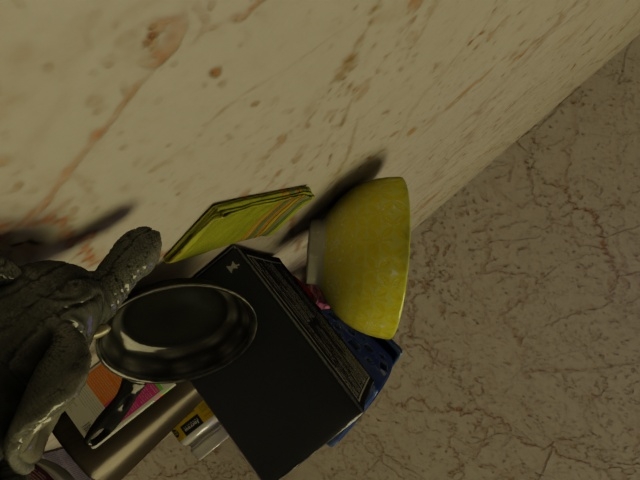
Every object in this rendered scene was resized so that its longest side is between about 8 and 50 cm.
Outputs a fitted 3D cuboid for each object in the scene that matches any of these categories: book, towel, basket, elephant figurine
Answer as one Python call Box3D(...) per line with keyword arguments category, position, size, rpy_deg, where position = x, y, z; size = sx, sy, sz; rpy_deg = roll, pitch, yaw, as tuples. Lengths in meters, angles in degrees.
Box3D(category="book", position=(-0.301, 0.222, 0.912), size=(0.144, 0.096, 0.035), rpy_deg=(-37, 172, -13))
Box3D(category="towel", position=(-0.092, -0.021, 0.782), size=(0.102, 0.021, 0.237), rpy_deg=(-44, 170, 25))
Box3D(category="basket", position=(-0.313, 0.285, 1.041), size=(0.227, 0.154, 0.204), rpy_deg=(-39, 173, -24))
Box3D(category="elephant figurine", position=(-0.219, 0.076, 0.415), size=(0.239, 0.186, 0.169), rpy_deg=(-49, 129, -1))

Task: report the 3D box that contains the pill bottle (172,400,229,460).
Box3D(category="pill bottle", position=(-0.320, 0.422, 1.508), size=(0.119, 0.208, 0.119), rpy_deg=(-39, 172, -7))

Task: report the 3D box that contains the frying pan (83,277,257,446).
Box3D(category="frying pan", position=(-0.198, 0.159, 0.812), size=(0.197, 0.053, 0.326), rpy_deg=(2, 134, -24))

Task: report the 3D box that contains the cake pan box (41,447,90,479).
Box3D(category="cake pan box", position=(-0.506, 0.556, 1.299), size=(0.070, 0.245, 0.267), rpy_deg=(-34, 172, -12))

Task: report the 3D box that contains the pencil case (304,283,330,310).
Box3D(category="pencil case", position=(0.033, 0.134, 1.696), size=(0.160, 0.167, 0.386), rpy_deg=(-4, 163, -10))

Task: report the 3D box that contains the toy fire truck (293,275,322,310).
Box3D(category="toy fire truck", position=(-0.113, 0.173, 1.399), size=(0.217, 0.158, 0.246), rpy_deg=(-43, 152, -7))

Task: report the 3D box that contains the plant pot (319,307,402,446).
Box3D(category="plant pot", position=(0.039, 0.290, 1.444), size=(0.212, 0.236, 0.236), rpy_deg=(-32, 158, -54))

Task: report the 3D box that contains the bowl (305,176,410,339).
Box3D(category="bowl", position=(0.055, 0.025, 1.086), size=(0.156, 0.289, 0.289), rpy_deg=(4, 167, -2))

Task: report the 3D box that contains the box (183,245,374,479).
Box3D(category="box", position=(-0.078, 0.181, 0.979), size=(0.183, 0.296, 0.294), rpy_deg=(-39, 171, 2))

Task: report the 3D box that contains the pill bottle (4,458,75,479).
Box3D(category="pill bottle", position=(-0.434, 0.379, 0.735), size=(0.224, 0.224, 0.392), rpy_deg=(-38, 171, -10))
